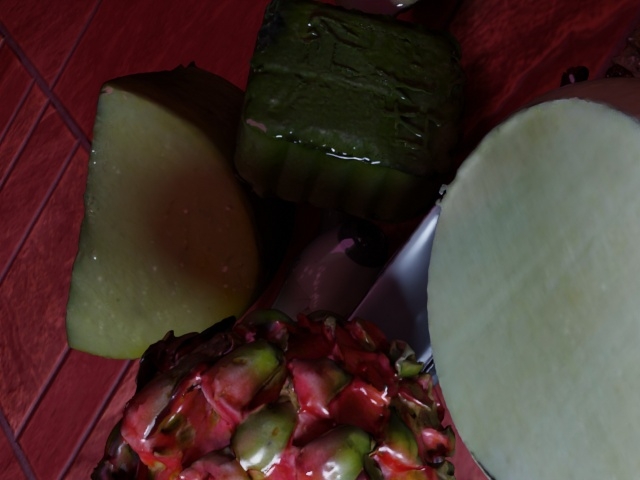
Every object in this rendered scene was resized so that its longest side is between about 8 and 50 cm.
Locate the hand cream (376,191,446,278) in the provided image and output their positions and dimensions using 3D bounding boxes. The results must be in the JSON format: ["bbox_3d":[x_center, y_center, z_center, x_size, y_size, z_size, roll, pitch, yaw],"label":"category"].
[{"bbox_3d":[0.106,0.004,1.693,0.170,0.043,0.065,-51,23,15],"label":"hand cream"}]

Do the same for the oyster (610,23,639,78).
[{"bbox_3d":[0.293,-0.170,1.481,0.105,0.056,0.177,-43,9,32],"label":"oyster"}]

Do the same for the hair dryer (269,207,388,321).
[{"bbox_3d":[-0.014,0.030,1.825,0.219,0.088,0.225,-56,23,22],"label":"hair dryer"}]

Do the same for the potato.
[{"bbox_3d":[-0.106,-0.034,1.869,0.280,0.213,0.330,-47,-24,-56],"label":"potato"}]

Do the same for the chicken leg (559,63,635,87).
[{"bbox_3d":[0.233,-0.106,1.509,0.219,0.048,0.089,-106,4,-85],"label":"chicken leg"}]

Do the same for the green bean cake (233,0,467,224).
[{"bbox_3d":[0.029,-0.128,1.704,0.113,0.214,0.200,112,171,-53],"label":"green bean cake"}]

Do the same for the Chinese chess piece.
[{"bbox_3d":[0.233,0.051,1.337,0.349,0.146,0.349,3,94,54],"label":"Chinese chess piece"}]

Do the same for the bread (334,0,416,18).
[{"bbox_3d":[0.078,-0.330,1.818,0.158,0.156,0.260,-33,48,42],"label":"bread"}]

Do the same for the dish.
[{"bbox_3d":[0.097,0.071,1.596,0.080,0.182,0.243,43,110,16],"label":"dish"}]

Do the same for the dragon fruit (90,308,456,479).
[{"bbox_3d":[-0.043,0.183,1.408,0.303,0.237,0.231,-16,48,-5],"label":"dragon fruit"}]
